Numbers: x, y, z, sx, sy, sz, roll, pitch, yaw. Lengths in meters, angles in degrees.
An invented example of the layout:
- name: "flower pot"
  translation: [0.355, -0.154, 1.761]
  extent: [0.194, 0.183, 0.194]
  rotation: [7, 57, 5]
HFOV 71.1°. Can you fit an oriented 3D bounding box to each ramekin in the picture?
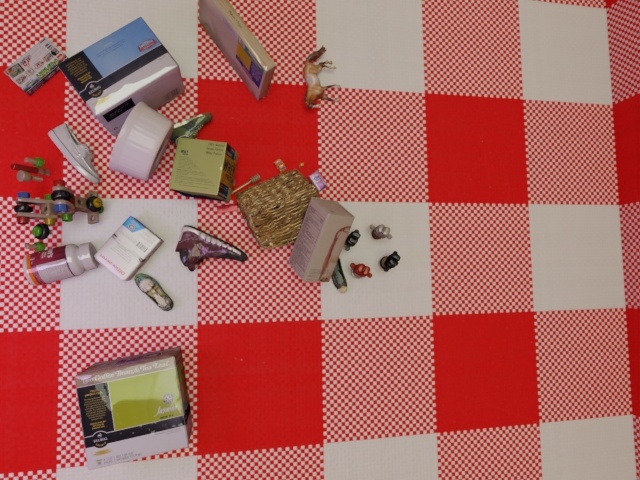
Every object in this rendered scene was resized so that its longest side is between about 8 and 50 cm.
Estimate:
- name: "ramekin"
  translation: [-0.653, -0.357, 1.657]
  extent: [0.135, 0.277, 0.277]
  rotation: [24, 82, -17]

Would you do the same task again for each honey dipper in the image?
- name: "honey dipper"
  translation: [-0.319, -0.222, 1.832]
  extent: [0.160, 0.030, 0.030]
  rotation: [-32, 92, -9]

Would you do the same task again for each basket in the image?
- name: "basket"
  translation: [-0.160, -0.122, 1.823]
  extent: [0.299, 0.223, 0.214]
  rotation: [-27, 125, -12]

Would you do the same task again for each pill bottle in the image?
- name: "pill bottle"
  translation: [-0.944, 0.081, 1.638]
  extent: [0.221, 0.121, 0.121]
  rotation: [-16, 89, -12]

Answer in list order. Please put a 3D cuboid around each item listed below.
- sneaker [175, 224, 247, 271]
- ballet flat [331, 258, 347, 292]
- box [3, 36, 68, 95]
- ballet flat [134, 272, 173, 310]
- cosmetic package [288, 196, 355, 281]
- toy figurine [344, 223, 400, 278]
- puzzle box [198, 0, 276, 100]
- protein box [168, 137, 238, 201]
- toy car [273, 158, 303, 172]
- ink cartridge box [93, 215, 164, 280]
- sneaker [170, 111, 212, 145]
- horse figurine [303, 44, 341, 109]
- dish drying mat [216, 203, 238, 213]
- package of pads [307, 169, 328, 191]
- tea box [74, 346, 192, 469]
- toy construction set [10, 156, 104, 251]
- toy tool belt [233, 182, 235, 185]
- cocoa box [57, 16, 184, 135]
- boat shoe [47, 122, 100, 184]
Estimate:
- name: "sneaker"
  translation: [-0.438, 0.063, 1.760]
  extent: [0.281, 0.106, 0.163]
  rotation: [25, 87, 2]
- name: "ballet flat"
  translation: [0.072, 0.138, 1.872]
  extent: [0.057, 0.049, 0.173]
  rotation: [-18, 90, -11]
- name: "box"
  translation: [-1.079, -0.664, 1.709]
  extent: [0.114, 0.036, 0.207]
  rotation: [44, 79, -5]
- name: "ballet flat"
  translation: [-0.639, 0.196, 1.720]
  extent: [0.188, 0.070, 0.070]
  rotation: [43, 79, -5]
- name: "cosmetic package"
  translation: [0.000, 0.000, 1.742]
  extent: [0.129, 0.153, 0.296]
  rotation: [5, 118, -33]
- name: "toy figurine"
  translation: [0.208, 0.044, 1.864]
  extent: [0.213, 0.148, 0.210]
  rotation: [-18, 84, -10]
- name: "puzzle box"
  translation: [-0.331, -0.771, 1.748]
  extent: [0.052, 0.272, 0.409]
  rotation: [-38, 94, -16]
- name: "protein box"
  translation: [-0.446, -0.270, 1.728]
  extent: [0.199, 0.136, 0.201]
  rotation: [8, 84, 10]
- name: "toy car"
  translation: [-0.131, -0.325, 1.870]
  extent: [0.122, 0.040, 0.060]
  rotation: [-18, 90, -12]
- name: "ink cartridge box"
  translation: [-0.725, 0.032, 1.703]
  extent: [0.148, 0.086, 0.203]
  rotation: [41, 80, -6]
- name: "sneaker"
  translation: [-0.513, -0.440, 1.793]
  extent: [0.192, 0.064, 0.086]
  rotation: [-22, 92, -7]
- name: "horse figurine"
  translation: [-0.008, -0.688, 1.910]
  extent: [0.174, 0.066, 0.264]
  rotation: [-12, 91, -18]
- name: "dish drying mat"
  translation: [-0.378, -0.130, 1.824]
  extent: [0.083, 0.008, 0.032]
  rotation: [-9, 87, -11]
- name: "package of pads"
  translation: [-0.012, -0.250, 1.893]
  extent: [0.050, 0.032, 0.083]
  rotation: [-35, 93, -9]
- name: "tea box"
  translation: [-0.654, 0.584, 1.609]
  extent: [0.328, 0.220, 0.324]
  rotation: [-8, 88, -12]
- name: "toy construction set"
  translation: [-0.953, -0.154, 1.646]
  extent: [0.257, 0.237, 0.309]
  rotation: [-38, 75, 18]
- name: "toy tool belt"
  translation: [-0.367, -0.258, 1.810]
  extent: [0.052, 0.051, 0.083]
  rotation: [-10, 88, -40]
- name: "cocoa box"
  translation: [-0.726, -0.605, 1.675]
  extent: [0.347, 0.231, 0.228]
  rotation: [-37, 92, -12]
- name: "boat shoe"
  translation: [-0.911, -0.330, 1.689]
  extent: [0.084, 0.095, 0.258]
  rotation: [-40, 95, -7]
